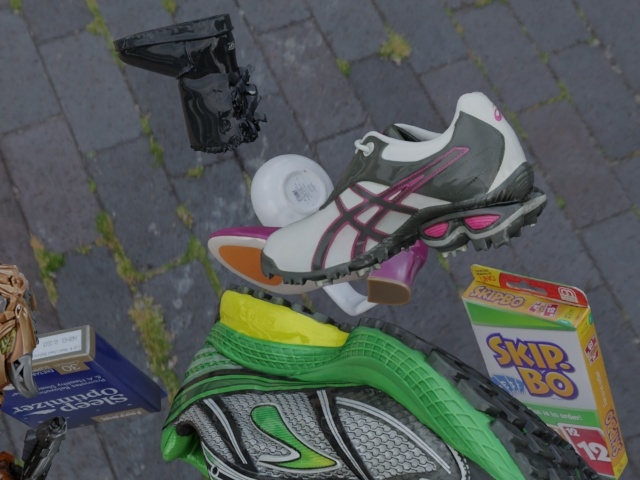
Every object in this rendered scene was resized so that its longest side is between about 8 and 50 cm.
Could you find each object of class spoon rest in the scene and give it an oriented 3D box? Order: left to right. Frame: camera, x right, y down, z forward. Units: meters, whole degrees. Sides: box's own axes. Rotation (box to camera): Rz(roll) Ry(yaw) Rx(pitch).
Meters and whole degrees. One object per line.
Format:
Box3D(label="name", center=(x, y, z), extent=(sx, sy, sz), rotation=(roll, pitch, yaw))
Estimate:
Box3D(label="spoon rest", center=(-0.006, -0.007, 1.370), extent=(0.137, 0.084, 0.276), rotation=(-26, 80, -26))

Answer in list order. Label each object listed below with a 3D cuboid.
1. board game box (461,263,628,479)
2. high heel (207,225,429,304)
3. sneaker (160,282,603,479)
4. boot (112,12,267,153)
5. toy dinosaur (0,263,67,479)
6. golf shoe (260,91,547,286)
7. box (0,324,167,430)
Box3D(label="board game box", center=(0.226, 0.134, 0.903), extent=(0.124, 0.259, 0.039), rotation=(13, 47, 41))
Box3D(label="high heel", center=(0.000, 0.000, 1.032), extent=(0.244, 0.082, 0.117), rotation=(7, 44, 14))
Box3D(label="sneaker", center=(0.021, 0.131, 0.546), extent=(0.134, 0.344, 0.146), rotation=(36, 74, -31))
Box3D(label="boot", center=(-0.101, -0.117, 0.696), extent=(0.121, 0.099, 0.045), rotation=(0, 23, 33))
Box3D(label="toy dinosaur", center=(-0.259, 0.134, 0.459), extent=(0.219, 0.164, 0.321), rotation=(18, 99, -30))
Box3D(label="golf shoe", center=(0.053, -0.037, 0.770), extent=(0.105, 0.273, 0.120), rotation=(-33, 104, -55))
Box3D(label="box", center=(-0.252, 0.152, 0.916), extent=(0.137, 0.225, 0.036), rotation=(-12, 63, 7))
